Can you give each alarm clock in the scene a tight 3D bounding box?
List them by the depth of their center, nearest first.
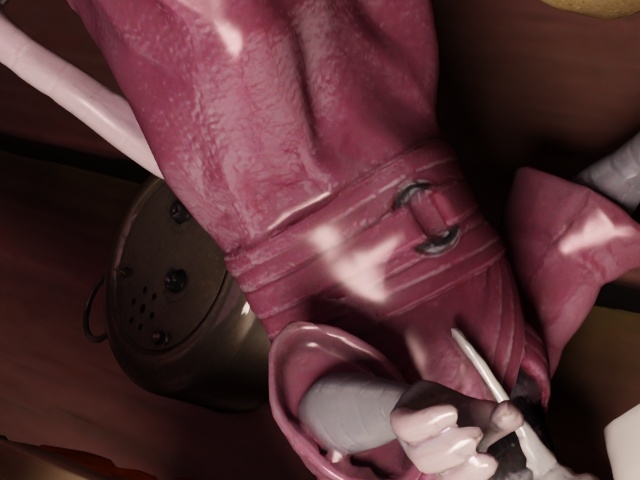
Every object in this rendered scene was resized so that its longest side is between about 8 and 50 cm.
[{"bbox_3d":[-0.066,0.020,0.989,0.192,0.064,0.129,-19,61,49],"label":"alarm clock"}]

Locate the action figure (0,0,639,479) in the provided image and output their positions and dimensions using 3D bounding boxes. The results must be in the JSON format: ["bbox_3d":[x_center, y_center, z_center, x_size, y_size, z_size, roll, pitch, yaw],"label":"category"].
[{"bbox_3d":[0.000,0.000,0.751,0.276,0.248,0.370,-26,89,43],"label":"action figure"}]

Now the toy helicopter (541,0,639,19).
[{"bbox_3d":[0.181,-0.239,0.778,0.235,0.140,0.355,46,122,39],"label":"toy helicopter"}]

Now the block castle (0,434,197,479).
[{"bbox_3d":[-0.189,0.212,0.742,0.213,0.453,0.303,15,88,44],"label":"block castle"}]

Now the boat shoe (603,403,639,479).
[{"bbox_3d":[0.215,0.064,0.555,0.267,0.096,0.088,-9,75,12],"label":"boat shoe"}]

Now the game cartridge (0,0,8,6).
[{"bbox_3d":[-0.110,-0.231,0.970,0.230,0.068,0.355,-56,7,-4],"label":"game cartridge"}]
